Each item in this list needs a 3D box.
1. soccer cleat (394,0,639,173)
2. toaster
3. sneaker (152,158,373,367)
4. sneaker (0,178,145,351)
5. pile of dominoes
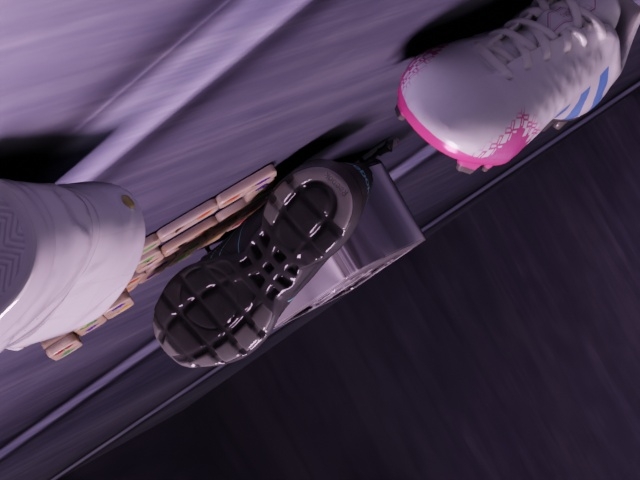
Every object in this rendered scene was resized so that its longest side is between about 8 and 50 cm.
[{"bbox_3d":[0.170,-0.153,1.318,0.143,0.116,0.331,-53,167,27],"label":"soccer cleat"},{"bbox_3d":[0.000,0.000,1.622,0.185,0.110,0.168,-36,174,33],"label":"toaster"},{"bbox_3d":[-0.045,0.023,1.478,0.267,0.101,0.106,-41,178,25],"label":"sneaker"},{"bbox_3d":[-0.229,0.065,0.965,0.292,0.108,0.169,-35,170,21],"label":"sneaker"},{"bbox_3d":[-0.142,0.027,1.452,0.251,0.040,0.196,-31,174,-6],"label":"pile of dominoes"}]
